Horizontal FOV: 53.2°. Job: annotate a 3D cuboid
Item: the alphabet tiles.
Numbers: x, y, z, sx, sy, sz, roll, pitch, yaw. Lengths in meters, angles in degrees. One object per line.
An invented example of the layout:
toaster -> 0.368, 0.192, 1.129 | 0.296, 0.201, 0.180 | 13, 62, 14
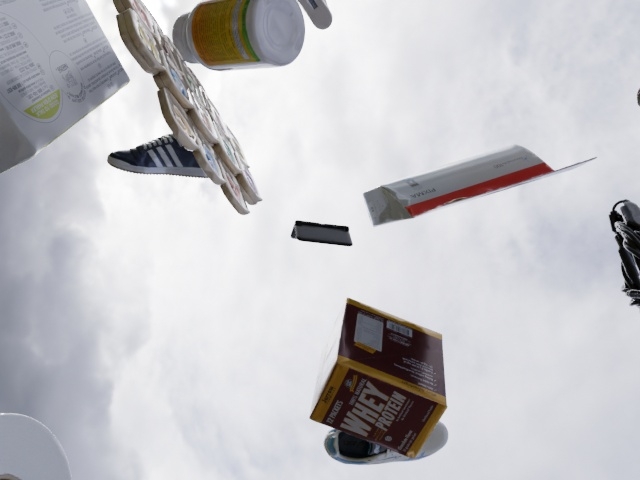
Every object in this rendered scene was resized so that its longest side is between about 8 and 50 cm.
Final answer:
alphabet tiles -> -0.153, -0.167, 0.770 | 0.021, 0.284, 0.278 | -28, -132, 5

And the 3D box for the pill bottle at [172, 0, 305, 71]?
pill bottle -> -0.160, -0.385, 1.184 | 0.245, 0.136, 0.136 | 9, -83, 40

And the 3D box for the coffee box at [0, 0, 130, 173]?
coffee box -> -0.512, -0.241, 0.810 | 0.337, 0.338, 0.334 | -20, -65, 13

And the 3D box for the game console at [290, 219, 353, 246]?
game console -> 0.000, 0.000, 1.396 | 0.107, 0.122, 0.071 | 114, -20, -59

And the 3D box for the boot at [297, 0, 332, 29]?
boot -> -0.035, -0.584, 1.485 | 0.069, 0.190, 0.086 | -25, -140, 9

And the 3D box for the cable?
cable -> 0.448, 0.038, 0.912 | 0.047, 0.184, 0.151 | -8, -57, 12

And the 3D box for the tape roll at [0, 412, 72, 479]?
tape roll -> -0.520, 0.454, 0.951 | 0.072, 0.392, 0.392 | -2, -91, 17

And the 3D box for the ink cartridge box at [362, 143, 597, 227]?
ink cartridge box -> 0.278, -0.120, 1.229 | 0.385, 0.308, 0.091 | 162, -89, -78

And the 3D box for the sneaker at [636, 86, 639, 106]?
sneaker -> 0.494, -0.208, 0.872 | 0.057, 0.119, 0.047 | -130, -155, -81

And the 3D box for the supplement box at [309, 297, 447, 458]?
supplement box -> 0.101, 0.230, 1.098 | 0.194, 0.191, 0.129 | -74, -173, -62

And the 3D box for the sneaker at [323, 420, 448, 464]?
sneaker -> 0.124, 0.372, 1.178 | 0.086, 0.237, 0.085 | 138, -51, -81

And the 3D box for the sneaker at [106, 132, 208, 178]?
sneaker -> -0.408, -0.252, 1.674 | 0.099, 0.282, 0.153 | -132, -131, -58
